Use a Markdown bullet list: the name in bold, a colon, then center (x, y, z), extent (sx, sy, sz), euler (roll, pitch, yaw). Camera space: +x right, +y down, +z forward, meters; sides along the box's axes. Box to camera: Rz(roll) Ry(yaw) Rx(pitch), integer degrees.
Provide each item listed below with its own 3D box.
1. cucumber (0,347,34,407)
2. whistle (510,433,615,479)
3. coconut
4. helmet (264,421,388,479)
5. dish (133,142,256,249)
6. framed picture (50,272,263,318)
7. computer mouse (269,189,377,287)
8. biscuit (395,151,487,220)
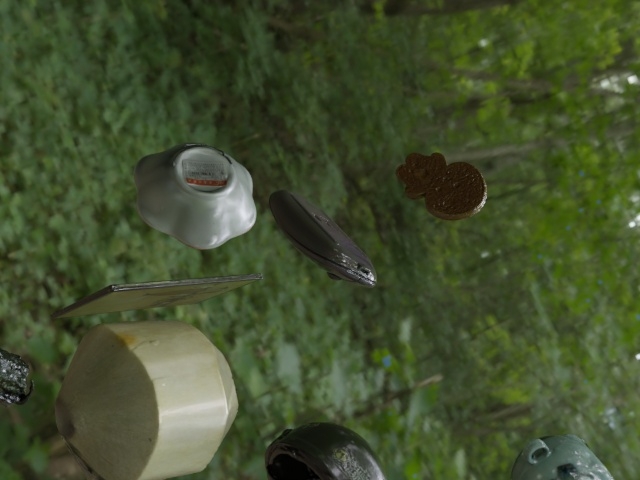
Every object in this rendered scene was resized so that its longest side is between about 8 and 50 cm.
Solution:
- **cucumber**: center (-0.411, 0.142, 1.154), extent (0.067, 0.067, 0.245), euler (59, 0, 22)
- **whistle**: center (0.408, 0.418, 1.639), extent (0.290, 0.163, 0.163), euler (52, -8, -31)
- **coconut**: center (-0.313, 0.286, 1.731), extent (0.323, 0.323, 0.323), euler (55, -21, 33)
- **helmet**: center (0.037, 0.441, 1.801), extent (0.279, 0.160, 0.230), euler (47, -36, 5)
- **dish**: center (-0.206, -0.100, 1.693), extent (0.229, 0.229, 0.081), euler (59, -34, 22)
- **framed picture**: center (-0.316, 0.108, 1.917), extent (0.255, 0.338, 0.014), euler (-22, -105, 47)
- **computer mouse**: center (-0.001, 0.001, 1.470), extent (0.120, 0.057, 0.232), euler (26, 15, -42)
- **biscuit**: center (0.222, -0.102, 1.803), extent (0.175, 0.124, 0.026), euler (32, -20, 26)
